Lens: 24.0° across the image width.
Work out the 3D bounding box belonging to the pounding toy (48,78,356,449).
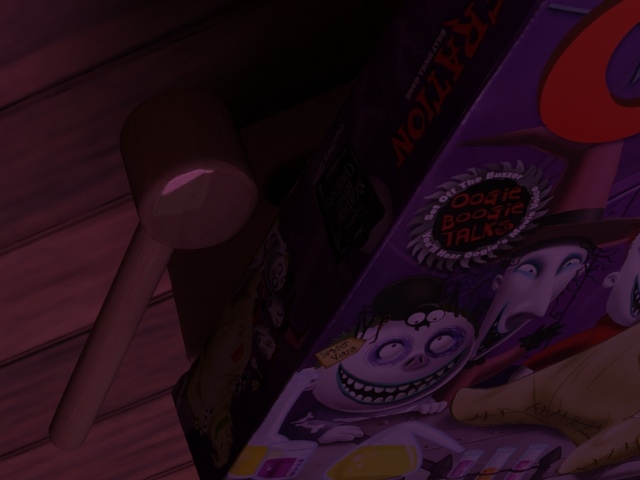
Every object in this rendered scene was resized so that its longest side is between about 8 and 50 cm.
[{"bbox_3d":[-0.010,0.001,0.495,0.181,0.094,0.206,-22,143,8],"label":"pounding toy"}]

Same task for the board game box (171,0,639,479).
[{"bbox_3d":[0.151,0.001,0.453,0.347,0.056,0.208,4,131,-31],"label":"board game box"}]
